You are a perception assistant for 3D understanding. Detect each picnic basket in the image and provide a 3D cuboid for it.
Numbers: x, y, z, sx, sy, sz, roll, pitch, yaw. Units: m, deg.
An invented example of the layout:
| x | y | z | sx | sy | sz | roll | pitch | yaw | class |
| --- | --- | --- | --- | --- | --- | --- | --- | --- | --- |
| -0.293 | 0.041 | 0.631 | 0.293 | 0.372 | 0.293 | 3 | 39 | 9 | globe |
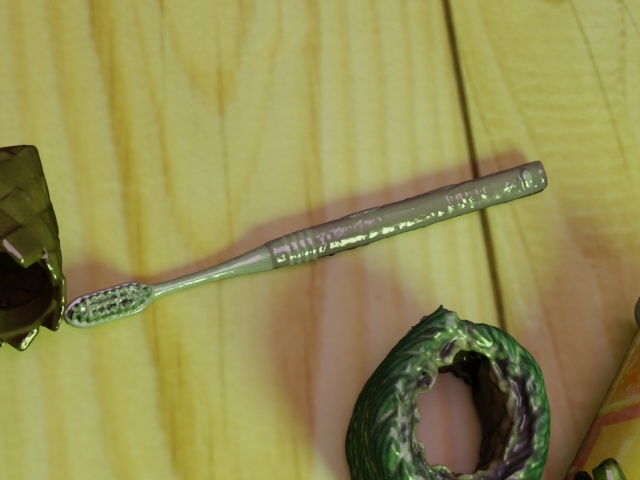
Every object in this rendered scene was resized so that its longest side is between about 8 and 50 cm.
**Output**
| x | y | z | sx | sy | sz | roll | pitch | yaw | class |
| --- | --- | --- | --- | --- | --- | --- | --- | --- | --- |
| -0.218 | 0.038 | 0.800 | 0.137 | 0.128 | 0.179 | -6 | 61 | -13 | picnic basket |

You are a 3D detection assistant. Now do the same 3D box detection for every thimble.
| x | y | z | sx | sy | sz | roll | pitch | yaw | class |
| --- | --- | --- | --- | --- | --- | --- | --- | --- | --- |
| 0.082 | 0.120 | 0.858 | 0.118 | 0.090 | 0.135 | 25 | 64 | -5 | thimble |

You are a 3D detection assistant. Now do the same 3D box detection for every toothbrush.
| x | y | z | sx | sy | sz | roll | pitch | yaw | class |
| --- | --- | --- | --- | --- | --- | --- | --- | --- | --- |
| 0.000 | 0.000 | 0.917 | 0.353 | 0.029 | 0.024 | -16 | 87 | -18 | toothbrush |

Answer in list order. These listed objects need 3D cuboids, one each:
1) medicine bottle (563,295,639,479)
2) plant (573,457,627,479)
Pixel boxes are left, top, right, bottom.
| x | y | z | sx | sy | sz | roll | pitch | yaw | class |
| --- | --- | --- | --- | --- | --- | --- | --- | --- | --- |
| 0.162 | 0.222 | 0.827 | 0.108 | 0.108 | 0.426 | 32 | 66 | 1 | medicine bottle |
| 0.300 | 0.233 | 0.800 | 0.333 | 0.180 | 0.251 | -9 | 63 | -23 | plant |
